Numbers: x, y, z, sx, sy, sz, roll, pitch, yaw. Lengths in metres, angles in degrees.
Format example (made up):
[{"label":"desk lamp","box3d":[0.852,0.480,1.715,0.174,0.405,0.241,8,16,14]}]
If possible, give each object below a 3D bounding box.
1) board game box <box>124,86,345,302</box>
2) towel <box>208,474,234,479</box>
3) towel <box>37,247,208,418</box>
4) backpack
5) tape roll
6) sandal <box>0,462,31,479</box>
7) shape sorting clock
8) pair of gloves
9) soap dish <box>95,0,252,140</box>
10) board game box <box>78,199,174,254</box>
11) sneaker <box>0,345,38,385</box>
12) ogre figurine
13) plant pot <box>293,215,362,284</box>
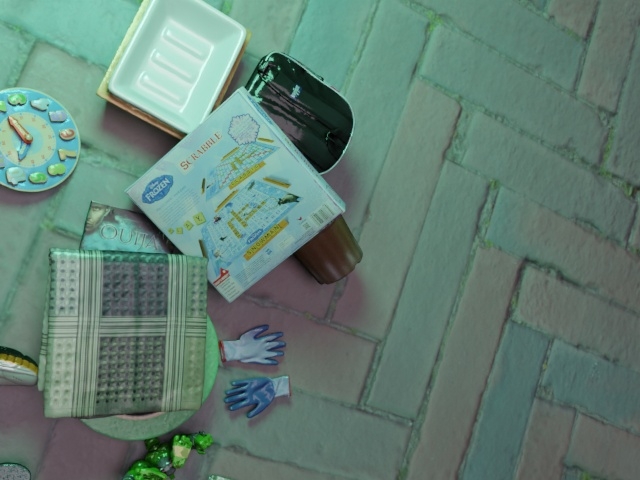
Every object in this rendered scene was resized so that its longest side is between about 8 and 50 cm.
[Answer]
[{"label":"board game box","box3d":[-0.171,-0.086,1.426,0.319,0.066,0.318,-38,102,14]},{"label":"towel","box3d":[-0.190,0.582,1.536,0.152,0.023,0.113,22,81,-24]},{"label":"towel","box3d":[-0.376,0.182,1.367,0.312,0.056,0.324,4,88,-27]},{"label":"backpack","box3d":[-0.062,-0.255,1.533,0.254,0.191,0.225,29,79,-13]},{"label":"tape roll","box3d":[-0.372,0.239,1.436,0.321,0.077,0.321,1,88,-24]},{"label":"sandal","box3d":[-0.650,0.517,1.318,0.097,0.054,0.254,43,82,-9]},{"label":"shape sorting clock","box3d":[-0.572,-0.197,1.373,0.206,0.040,0.206,3,85,-32]},{"label":"pair of gloves","box3d":[-0.144,0.292,1.566,0.159,0.023,0.198,-7,90,-23]},{"label":"soap dish","box3d":[-0.303,-0.366,1.469,0.229,0.118,0.290,27,77,-21]},{"label":"board game box","box3d":[-0.397,0.000,1.461,0.186,0.026,0.126,14,82,-23]},{"label":"sneaker","box3d":[-0.660,0.253,1.305,0.263,0.099,0.121,14,90,-16]},{"label":"ogre figurine","box3d":[-0.322,0.448,1.426,0.097,0.118,0.197,44,70,-12]},{"label":"plant pot","box3d":[0.000,0.000,1.576,0.167,0.167,0.165,-43,112,-20]}]
